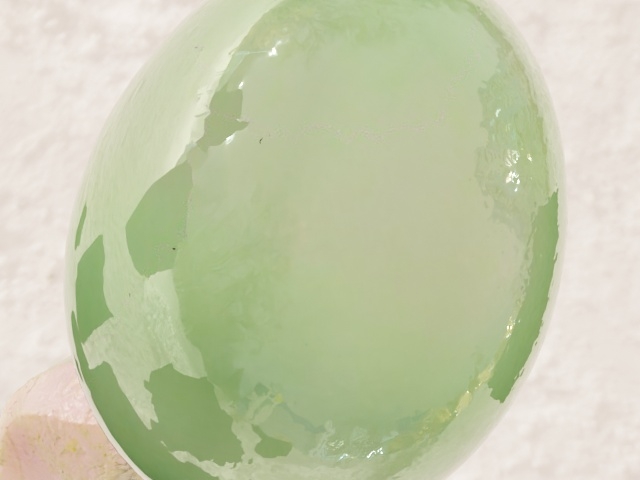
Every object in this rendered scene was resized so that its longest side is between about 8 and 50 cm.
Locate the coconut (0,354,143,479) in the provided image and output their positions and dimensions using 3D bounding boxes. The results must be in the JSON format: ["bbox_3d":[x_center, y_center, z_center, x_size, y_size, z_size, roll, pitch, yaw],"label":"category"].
[{"bbox_3d":[-0.248,0.237,1.647,0.233,0.233,0.245,64,27,-1],"label":"coconut"}]

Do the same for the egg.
[{"bbox_3d":[0.000,0.000,0.618,0.220,0.220,0.270,23,88,-25],"label":"egg"}]
